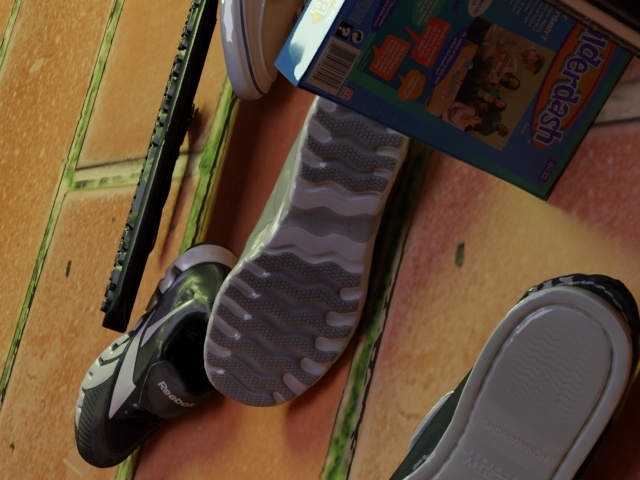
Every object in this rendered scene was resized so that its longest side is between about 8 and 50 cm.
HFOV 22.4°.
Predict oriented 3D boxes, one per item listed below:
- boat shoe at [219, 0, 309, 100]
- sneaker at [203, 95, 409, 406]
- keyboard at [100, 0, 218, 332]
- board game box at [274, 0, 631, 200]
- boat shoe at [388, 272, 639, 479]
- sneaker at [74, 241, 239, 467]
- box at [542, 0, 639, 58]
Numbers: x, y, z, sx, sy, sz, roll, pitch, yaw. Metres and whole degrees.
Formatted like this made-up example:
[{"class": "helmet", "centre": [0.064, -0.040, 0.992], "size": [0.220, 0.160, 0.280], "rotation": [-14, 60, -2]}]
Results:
[{"class": "boat shoe", "centre": [-0.039, -0.235, 1.440], "size": [0.075, 0.083, 0.226], "rotation": [-4, 73, 19]}, {"class": "sneaker", "centre": [0.000, 0.000, 1.248], "size": [0.281, 0.105, 0.115], "rotation": [-64, 1, 11]}, {"class": "keyboard", "centre": [-0.147, -0.072, 1.470], "size": [0.201, 0.033, 0.317], "rotation": [116, 170, -76]}, {"class": "board game box", "centre": [0.098, -0.135, 1.036], "size": [0.160, 0.210, 0.047], "rotation": [-60, 31, 12]}, {"class": "boat shoe", "centre": [0.099, 0.151, 0.978], "size": [0.114, 0.091, 0.302], "rotation": [41, 111, 12]}, {"class": "sneaker", "centre": [-0.137, 0.117, 1.375], "size": [0.234, 0.078, 0.106], "rotation": [-54, 31, 18]}, {"class": "box", "centre": [0.169, -0.265, 0.745], "size": [0.297, 0.479, 0.472], "rotation": [-57, 33, 15]}]
